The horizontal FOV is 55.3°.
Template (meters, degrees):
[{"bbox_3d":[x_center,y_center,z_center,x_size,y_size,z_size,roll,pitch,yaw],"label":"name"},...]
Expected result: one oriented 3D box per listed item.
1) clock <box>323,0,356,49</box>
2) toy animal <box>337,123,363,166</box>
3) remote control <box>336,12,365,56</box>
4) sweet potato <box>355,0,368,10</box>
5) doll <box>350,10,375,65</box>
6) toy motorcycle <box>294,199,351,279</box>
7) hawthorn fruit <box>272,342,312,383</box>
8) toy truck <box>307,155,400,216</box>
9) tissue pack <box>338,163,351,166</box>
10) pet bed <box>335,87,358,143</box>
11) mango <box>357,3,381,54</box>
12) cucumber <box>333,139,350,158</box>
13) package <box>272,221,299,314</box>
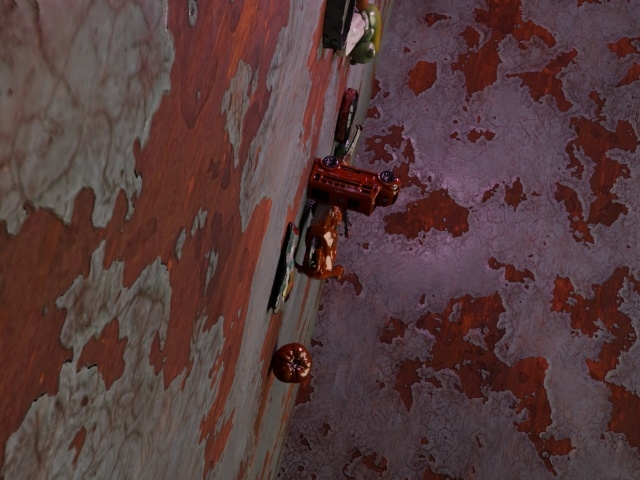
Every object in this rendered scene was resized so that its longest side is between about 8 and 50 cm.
[{"bbox_3d":[0.051,-0.537,1.368,0.215,0.041,0.215,13,90,-86],"label":"clock"},{"bbox_3d":[0.086,-0.278,2.165,0.224,0.066,0.230,-53,164,-42],"label":"toy animal"},{"bbox_3d":[0.082,-0.559,1.647,0.230,0.049,0.090,-67,167,-60],"label":"remote control"},{"bbox_3d":[0.121,-0.701,1.676,0.202,0.058,0.055,89,-6,-70],"label":"sweet potato"},{"bbox_3d":[0.127,-0.593,1.792,0.115,0.077,0.150,-5,-89,52],"label":"doll"},{"bbox_3d":[0.012,-0.010,1.815,0.221,0.147,0.326,86,17,-48],"label":"toy motorcycle"},{"bbox_3d":[-0.092,0.369,1.859,0.140,0.125,0.125,45,-51,56],"label":"hawthorn fruit"},{"bbox_3d":[0.094,-0.146,1.730,0.107,0.252,0.114,96,12,-57],"label":"toy truck"},{"bbox_3d":[0.049,-0.209,1.984,0.059,0.094,0.074,77,24,-78],"label":"tissue pack"},{"bbox_3d":[0.096,-0.438,2.171,0.201,0.053,0.201,13,90,-85],"label":"pet bed"},{"bbox_3d":[0.148,-0.662,1.922,0.237,0.091,0.137,95,3,-67],"label":"mango"},{"bbox_3d":[0.073,-0.292,2.282,0.056,0.056,0.250,-12,118,-85],"label":"cucumber"},{"bbox_3d":[-0.082,0.076,1.551,0.166,0.040,0.232,68,34,-81],"label":"package"}]
